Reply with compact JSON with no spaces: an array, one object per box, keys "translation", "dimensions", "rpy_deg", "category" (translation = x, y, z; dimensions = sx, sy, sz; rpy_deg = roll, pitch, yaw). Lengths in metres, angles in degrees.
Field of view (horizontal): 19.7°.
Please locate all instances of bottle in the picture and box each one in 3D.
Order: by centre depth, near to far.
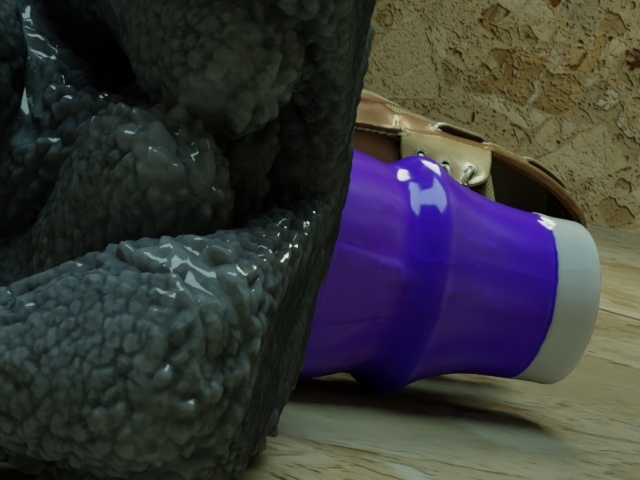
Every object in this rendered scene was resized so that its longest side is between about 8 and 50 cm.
[{"translation":[-0.035,0.001,0.682],"dimensions":[0.283,0.092,0.118],"rpy_deg":[11,8,-20],"category":"bottle"}]

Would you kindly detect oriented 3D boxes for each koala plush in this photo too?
[{"translation":[-0.104,-0.039,0.523],"dimensions":[0.221,0.196,0.203],"rpy_deg":[12,-7,5],"category":"koala plush"}]

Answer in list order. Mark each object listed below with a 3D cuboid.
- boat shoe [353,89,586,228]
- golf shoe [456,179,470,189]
[{"translation":[0.079,-0.040,1.371],"dimensions":[0.324,0.123,0.116],"rpy_deg":[6,10,-43],"category":"boat shoe"},{"translation":[0.000,0.020,0.830],"dimensions":[0.186,0.067,0.086],"rpy_deg":[4,-40,32],"category":"golf shoe"}]
